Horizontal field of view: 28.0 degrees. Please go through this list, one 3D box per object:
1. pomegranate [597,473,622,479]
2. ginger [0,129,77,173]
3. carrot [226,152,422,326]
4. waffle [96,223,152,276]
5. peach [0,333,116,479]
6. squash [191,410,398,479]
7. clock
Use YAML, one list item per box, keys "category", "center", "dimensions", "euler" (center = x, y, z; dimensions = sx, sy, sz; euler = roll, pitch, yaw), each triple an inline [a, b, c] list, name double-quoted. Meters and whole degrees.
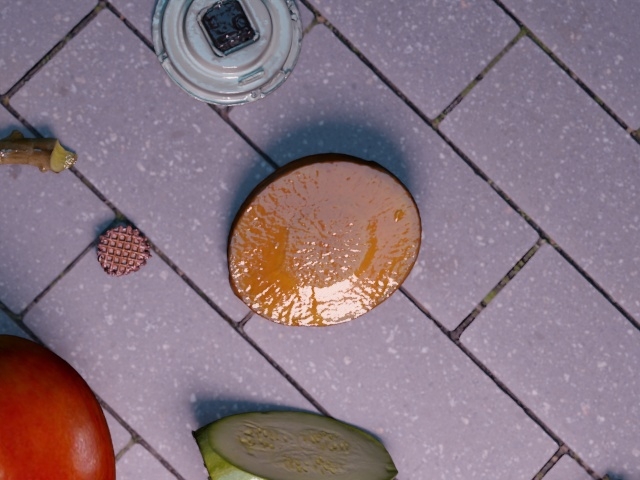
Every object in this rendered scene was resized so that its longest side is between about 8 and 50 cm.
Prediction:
- category: "pomegranate"
  center: [0.427, 0.443, 1.953]
  dimensions: [0.129, 0.159, 0.129]
  euler: [9, 113, 21]
- category: "ginger"
  center: [-0.437, -0.133, 1.934]
  dimensions: [0.137, 0.044, 0.057]
  euler: [6, 102, -4]
- category: "carrot"
  center: [0.000, 0.000, 1.954]
  dimensions: [0.307, 0.100, 0.258]
  euler: [-28, 90, 0]
- category: "waffle"
  center: [-0.298, 0.015, 1.942]
  dimensions: [0.083, 0.029, 0.075]
  euler: [-28, 91, -11]
- category: "peach"
  center: [-0.457, 0.324, 1.734]
  dimensions: [0.388, 0.388, 0.388]
  euler: [1, 85, -7]
- category: "squash"
  center: [-0.036, 0.308, 1.867]
  dimensions: [0.260, 0.189, 0.189]
  euler: [-22, 88, -4]
- category: "clock"
  center: [-0.142, -0.326, 1.981]
  dimensions: [0.236, 0.053, 0.236]
  euler: [0, 86, -6]
